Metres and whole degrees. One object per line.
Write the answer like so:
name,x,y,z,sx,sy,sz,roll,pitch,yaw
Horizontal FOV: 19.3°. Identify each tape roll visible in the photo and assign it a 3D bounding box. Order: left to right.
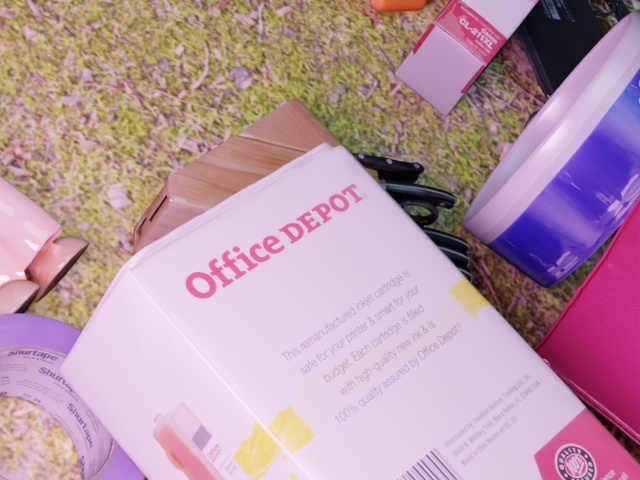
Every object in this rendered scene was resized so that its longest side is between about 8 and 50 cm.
tape roll,-0.232,0.157,1.471,0.189,0.080,0.189,16,51,-21

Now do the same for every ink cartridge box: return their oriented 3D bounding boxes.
ink cartridge box,0.029,0.146,1.477,0.385,0.160,0.279,48,44,9
ink cartridge box,0.169,-0.232,1.939,0.072,0.127,0.175,39,64,1

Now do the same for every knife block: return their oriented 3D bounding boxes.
knife block,0.000,0.000,1.722,0.242,0.088,0.275,47,46,8

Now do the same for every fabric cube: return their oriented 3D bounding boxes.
fabric cube,0.398,0.065,1.738,0.254,0.259,0.258,40,29,15

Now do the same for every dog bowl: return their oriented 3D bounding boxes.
dog bowl,0.256,-0.086,1.799,0.104,0.265,0.265,38,46,-2

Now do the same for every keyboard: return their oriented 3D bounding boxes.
keyboard,0.280,-0.253,2.106,0.201,0.033,0.317,6,50,-30

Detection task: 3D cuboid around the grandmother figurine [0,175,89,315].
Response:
grandmother figurine,-0.351,-0.079,1.566,0.342,0.104,0.208,42,37,0

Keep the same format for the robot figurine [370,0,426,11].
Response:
robot figurine,0.083,-0.334,1.997,0.219,0.158,0.128,1,34,-31

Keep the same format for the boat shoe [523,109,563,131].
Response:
boat shoe,0.311,-0.071,1.969,0.219,0.078,0.070,35,17,-2
